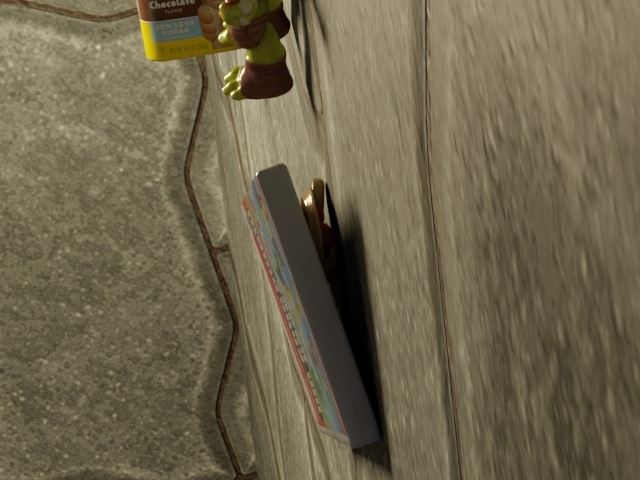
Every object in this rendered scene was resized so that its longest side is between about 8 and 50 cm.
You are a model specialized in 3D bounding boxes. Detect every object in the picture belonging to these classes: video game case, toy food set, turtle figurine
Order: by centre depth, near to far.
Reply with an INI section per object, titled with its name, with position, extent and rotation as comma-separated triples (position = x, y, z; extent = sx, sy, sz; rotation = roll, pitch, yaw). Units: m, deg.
[video game case]
position = -0.012, 0.052, 1.459
extent = 0.285, 0.025, 0.204
rotation = 143, 108, -84
[toy food set]
position = 0.000, 0.000, 1.467
extent = 0.083, 0.020, 0.082
rotation = -108, 10, -61
[turtle figurine]
position = -0.067, -0.230, 1.486
extent = 0.217, 0.087, 0.269
rotation = 76, 172, -47

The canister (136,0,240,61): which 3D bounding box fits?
[canister]
position = -0.138, -0.280, 2.008
extent = 0.073, 0.126, 0.170
rotation = -109, 10, -66
